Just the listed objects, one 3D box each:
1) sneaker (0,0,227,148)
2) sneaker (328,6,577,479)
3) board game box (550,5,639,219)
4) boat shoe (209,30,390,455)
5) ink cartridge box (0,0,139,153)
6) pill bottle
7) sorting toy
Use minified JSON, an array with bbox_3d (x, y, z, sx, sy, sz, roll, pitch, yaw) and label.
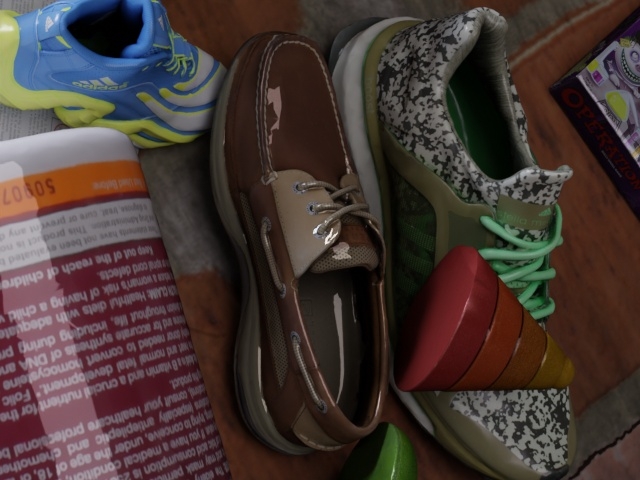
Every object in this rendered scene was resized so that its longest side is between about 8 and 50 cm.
[{"bbox_3d":[-0.128,-0.123,1.138,0.240,0.126,0.091,1,80,-46],"label":"sneaker"},{"bbox_3d":[0.130,-0.001,1.247,0.158,0.182,0.410,-18,89,-31],"label":"sneaker"},{"bbox_3d":[0.383,-0.064,1.484,0.208,0.056,0.347,-43,101,-33],"label":"board game box"},{"bbox_3d":[0.000,0.000,1.188,0.123,0.116,0.325,-9,92,-38],"label":"boat shoe"},{"bbox_3d":[-0.232,-0.135,1.162,0.224,0.056,0.181,18,70,-45],"label":"ink cartridge box"},{"bbox_3d":[-0.177,0.143,1.021,0.224,0.224,0.392,-15,86,-31],"label":"pill bottle"},{"bbox_3d":[0.086,0.193,1.177,0.126,0.127,0.366,24,89,-14],"label":"sorting toy"}]
